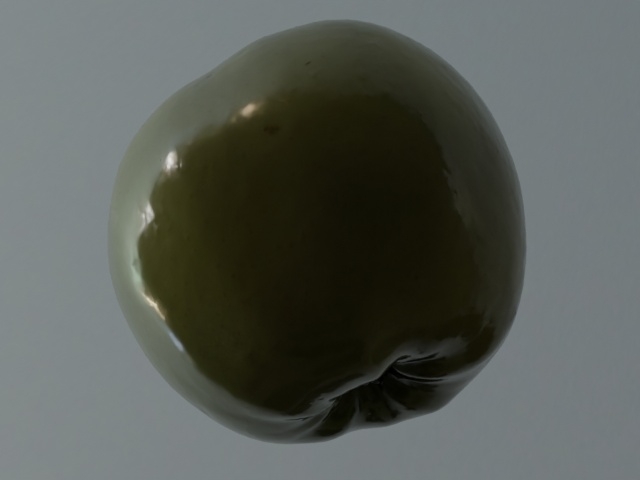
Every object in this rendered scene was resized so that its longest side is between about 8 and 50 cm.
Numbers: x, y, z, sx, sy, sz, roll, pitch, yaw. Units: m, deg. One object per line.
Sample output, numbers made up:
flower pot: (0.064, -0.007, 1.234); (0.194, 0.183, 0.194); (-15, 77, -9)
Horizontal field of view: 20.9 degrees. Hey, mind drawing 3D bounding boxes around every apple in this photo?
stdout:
apple: (0.000, 0.000, 1.085); (0.262, 0.262, 0.262); (4, -70, 12)
